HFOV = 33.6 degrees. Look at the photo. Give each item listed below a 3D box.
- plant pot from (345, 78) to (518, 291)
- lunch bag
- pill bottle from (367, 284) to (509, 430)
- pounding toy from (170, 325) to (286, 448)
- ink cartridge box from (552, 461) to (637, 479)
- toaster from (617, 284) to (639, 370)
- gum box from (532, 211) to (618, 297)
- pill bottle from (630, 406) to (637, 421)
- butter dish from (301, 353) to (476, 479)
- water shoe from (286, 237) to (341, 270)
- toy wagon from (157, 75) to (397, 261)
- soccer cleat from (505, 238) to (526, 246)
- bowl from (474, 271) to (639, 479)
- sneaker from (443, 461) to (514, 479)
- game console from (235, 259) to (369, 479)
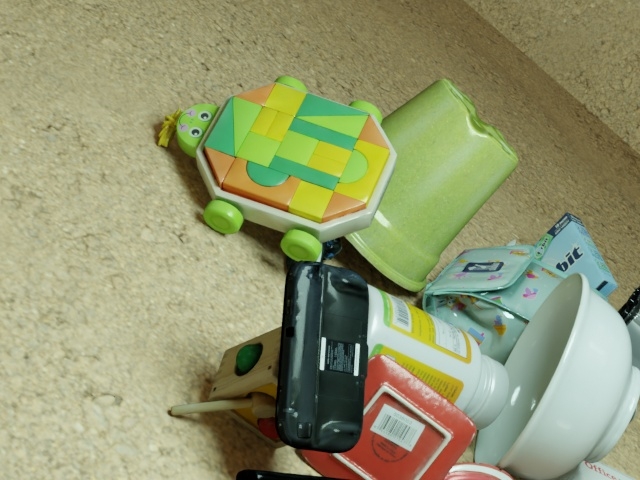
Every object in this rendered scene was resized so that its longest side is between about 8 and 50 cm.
[{"bbox_3d":[0.158,-0.104,1.648,0.276,0.254,0.276,43,17,-17],"label":"plant pot"},{"bbox_3d":[0.302,0.114,1.676,0.262,0.160,0.223,33,30,11],"label":"lunch bag"},{"bbox_3d":[0.125,0.164,1.402,0.245,0.136,0.136,27,30,-24],"label":"pill bottle"},{"bbox_3d":[-0.063,0.170,1.175,0.141,0.130,0.100,40,45,-26],"label":"pounding toy"},{"bbox_3d":[0.390,0.408,1.419,0.158,0.092,0.218,28,28,-21],"label":"ink cartridge box"},{"bbox_3d":[0.551,0.175,1.859,0.110,0.186,0.168,39,27,8],"label":"toaster"},{"bbox_3d":[0.434,0.066,1.903,0.041,0.157,0.184,23,32,-30],"label":"gum box"},{"bbox_3d":[0.462,0.277,1.723,0.120,0.067,0.067,-1,48,-51],"label":"pill bottle"},{"bbox_3d":[0.079,0.228,1.274,0.160,0.160,0.118,37,4,-5],"label":"butter dish"},{"bbox_3d":[0.000,0.000,1.558,0.080,0.073,0.203,31,29,-20],"label":"water shoe"},{"bbox_3d":[-0.072,-0.123,1.512,0.344,0.068,0.267,20,59,8],"label":"toy wagon"},{"bbox_3d":[0.393,0.029,2.035,0.083,0.036,0.029,36,28,-7],"label":"soccer cleat"},{"bbox_3d":[0.330,0.203,1.406,0.134,0.298,0.298,28,28,0],"label":"bowl"},{"bbox_3d":[0.226,0.360,1.294,0.221,0.087,0.128,26,30,-23],"label":"sneaker"},{"bbox_3d":[0.011,0.203,1.112,0.213,0.044,0.362,17,70,-38],"label":"game console"}]
